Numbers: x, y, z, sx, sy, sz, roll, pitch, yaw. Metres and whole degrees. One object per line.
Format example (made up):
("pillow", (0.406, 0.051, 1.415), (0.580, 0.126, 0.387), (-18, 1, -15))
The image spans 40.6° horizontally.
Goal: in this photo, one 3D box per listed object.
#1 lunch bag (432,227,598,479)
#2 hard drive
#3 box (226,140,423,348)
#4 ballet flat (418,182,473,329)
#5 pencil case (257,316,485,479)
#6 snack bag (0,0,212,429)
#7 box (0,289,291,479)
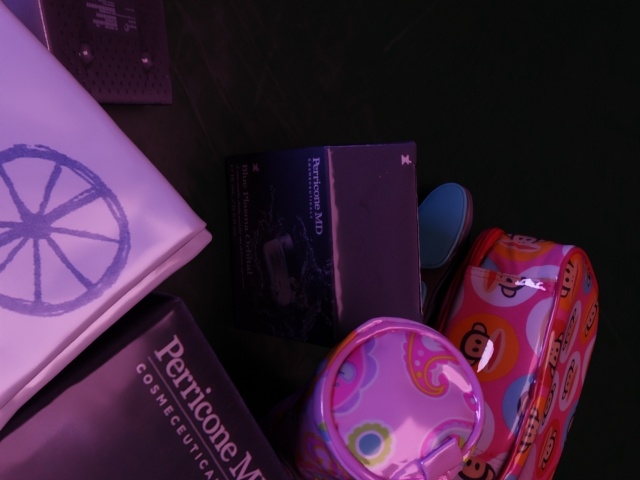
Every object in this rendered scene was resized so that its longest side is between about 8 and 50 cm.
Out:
("lunch bag", (0.192, 0.155, 0.863), (0.258, 0.120, 0.293), (42, 66, -56))
("hard drive", (-0.175, -0.220, 0.608), (0.172, 0.054, 0.254), (-26, 110, -71))
("box", (0.000, 0.000, 0.723), (0.093, 0.158, 0.156), (-6, 95, -35))
("ballet flat", (0.106, 0.042, 0.860), (0.074, 0.074, 0.203), (35, 68, -31))
("pencil case", (0.020, 0.155, 0.666), (0.124, 0.284, 0.124), (7, 64, -14))
("snack bag", (-0.273, -0.009, 0.407), (0.323, 0.037, 0.342), (48, 68, -9))
("box", (-0.211, 0.255, 0.552), (0.395, 0.212, 0.293), (-39, 112, -29))
